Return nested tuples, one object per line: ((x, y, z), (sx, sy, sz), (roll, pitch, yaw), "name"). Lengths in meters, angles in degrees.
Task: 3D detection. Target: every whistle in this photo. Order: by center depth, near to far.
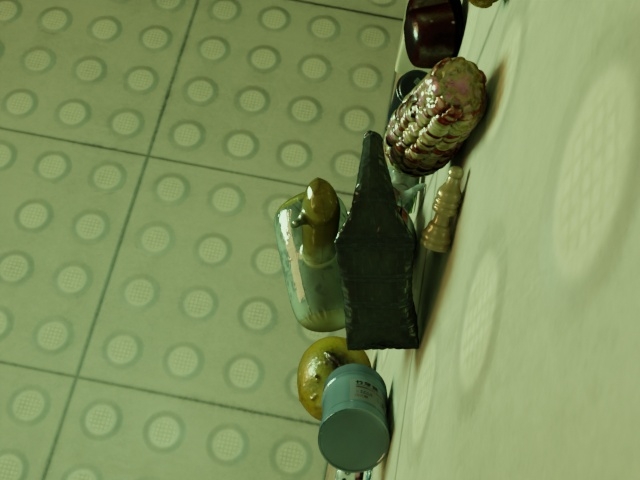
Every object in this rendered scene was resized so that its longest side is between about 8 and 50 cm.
((0.100, -0.037, 1.242), (0.142, 0.134, 0.346), (-58, 6, 48), "whistle")

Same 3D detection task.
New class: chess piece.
((0.135, -0.036, 0.838), (0.035, 0.035, 0.092), (-75, 0, -72), "chess piece")

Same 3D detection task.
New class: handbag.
((0.073, 0.017, 0.955), (0.175, 0.089, 0.270), (-83, -12, -49), "handbag")

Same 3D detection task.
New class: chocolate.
((0.166, -0.325, 1.196), (0.125, 0.080, 0.148), (95, 176, -49), "chocolate")

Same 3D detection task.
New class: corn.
((0.130, -0.134, 0.876), (0.280, 0.092, 0.092), (127, 155, -82), "corn")

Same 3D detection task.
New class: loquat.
((0.030, 0.283, 1.568), (0.204, 0.150, 0.172), (76, -161, -60), "loquat")

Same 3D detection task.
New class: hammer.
((0.000, 0.000, 1.002), (0.305, 0.113, 0.201), (90, 164, -73), "hammer")

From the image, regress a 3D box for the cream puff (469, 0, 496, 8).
((0.165, -0.277, 0.797), (0.083, 0.058, 0.083), (92, -172, -71), "cream puff")

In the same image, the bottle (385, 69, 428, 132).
((0.166, -0.247, 1.473), (0.082, 0.072, 0.244), (-38, -6, -3), "bottle")

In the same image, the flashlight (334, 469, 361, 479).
((0.052, 0.426, 1.451), (0.200, 0.048, 0.093), (56, -135, -85), "flashlight")

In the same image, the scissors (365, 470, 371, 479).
((0.077, 0.354, 1.267), (0.119, 0.014, 0.058), (155, 126, -87), "scissors")

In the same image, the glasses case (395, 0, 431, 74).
((0.215, -0.496, 1.537), (0.144, 0.076, 0.336), (95, -174, -73), "glasses case")

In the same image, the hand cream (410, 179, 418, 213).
((0.164, -0.105, 1.388), (0.036, 0.023, 0.121), (89, -165, -66), "hand cream")

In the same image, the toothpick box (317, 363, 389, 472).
((0.050, 0.254, 1.129), (0.153, 0.101, 0.101), (-79, 0, -75), "toothpick box")
